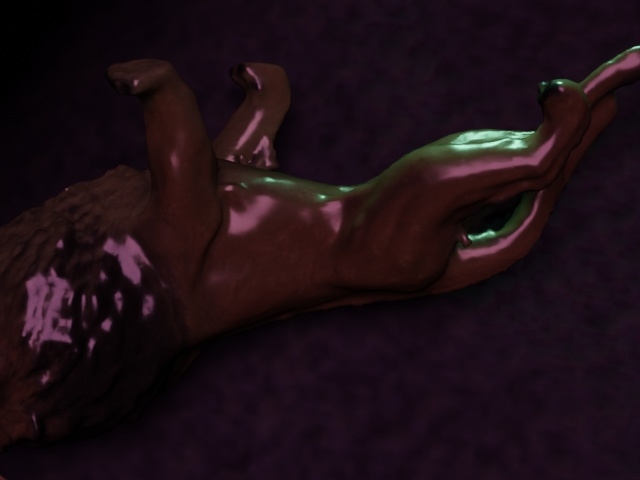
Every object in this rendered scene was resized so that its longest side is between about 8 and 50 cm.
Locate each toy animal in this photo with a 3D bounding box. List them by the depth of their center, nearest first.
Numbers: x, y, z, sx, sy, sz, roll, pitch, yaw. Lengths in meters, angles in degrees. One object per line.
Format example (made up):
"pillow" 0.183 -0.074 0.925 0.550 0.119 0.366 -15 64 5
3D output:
"toy animal" -0.003 -0.017 0.407 0.219 0.069 0.086 -21 97 2

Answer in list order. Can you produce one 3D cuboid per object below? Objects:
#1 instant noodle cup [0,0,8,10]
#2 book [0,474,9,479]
"instant noodle cup" -0.103 -0.160 0.387 0.215 0.215 0.236 38 70 11
"book" -0.167 0.075 0.358 0.198 0.016 0.138 38 75 -22
